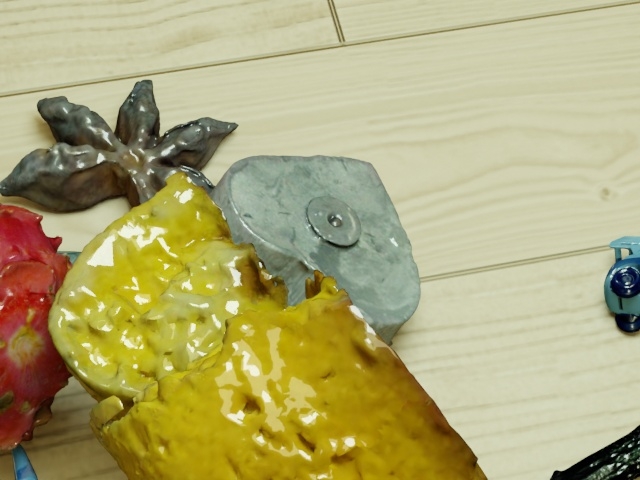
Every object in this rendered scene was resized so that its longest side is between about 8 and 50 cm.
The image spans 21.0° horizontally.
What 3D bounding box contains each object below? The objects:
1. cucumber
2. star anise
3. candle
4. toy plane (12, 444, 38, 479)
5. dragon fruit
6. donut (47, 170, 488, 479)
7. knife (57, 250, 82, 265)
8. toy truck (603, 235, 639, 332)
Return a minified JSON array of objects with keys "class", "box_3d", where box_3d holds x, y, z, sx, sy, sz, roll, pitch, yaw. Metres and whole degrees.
[{"class":"cucumber","box_3d":[0.196,0.193,1.340,0.163,0.043,0.039,-26,84,-20]},{"class":"star anise","box_3d":[-0.155,-0.071,1.453,0.208,0.063,0.172,27,58,11]},{"class":"candle","box_3d":[0.000,0.000,1.396,0.192,0.068,0.168,38,40,-6]},{"class":"toy plane","box_3d":[-0.189,0.260,1.252,0.169,0.078,0.246,-16,56,-14]},{"class":"dragon fruit","box_3d":[-0.301,0.051,1.294,0.268,0.205,0.210,1,57,24]},{"class":"donut","box_3d":[-0.018,0.162,1.146,0.163,0.435,0.378,-37,107,-9]},{"class":"knife","box_3d":[-0.324,0.026,1.406,0.296,0.026,0.044,0,57,-2]},{"class":"toy truck","box_3d":[0.303,0.035,1.419,0.136,0.063,0.074,4,47,17]}]
